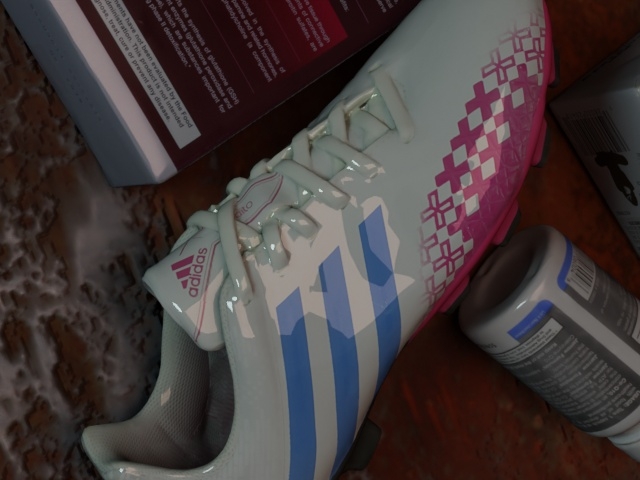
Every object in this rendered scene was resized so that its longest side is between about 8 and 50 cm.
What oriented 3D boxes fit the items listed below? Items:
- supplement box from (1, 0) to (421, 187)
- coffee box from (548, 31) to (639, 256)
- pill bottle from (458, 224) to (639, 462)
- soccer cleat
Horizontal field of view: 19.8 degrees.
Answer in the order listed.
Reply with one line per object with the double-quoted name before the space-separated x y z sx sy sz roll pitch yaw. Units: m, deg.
"supplement box" -0.034 -0.144 0.949 0.239 0.073 0.130 -35 104 -21
"coffee box" 0.264 -0.018 1.067 0.141 0.098 0.246 -38 103 -21
"pill bottle" 0.150 0.060 1.024 0.137 0.078 0.078 40 73 -18
"soccer cleat" 0.000 0.000 0.903 0.143 0.116 0.331 25 92 -34
